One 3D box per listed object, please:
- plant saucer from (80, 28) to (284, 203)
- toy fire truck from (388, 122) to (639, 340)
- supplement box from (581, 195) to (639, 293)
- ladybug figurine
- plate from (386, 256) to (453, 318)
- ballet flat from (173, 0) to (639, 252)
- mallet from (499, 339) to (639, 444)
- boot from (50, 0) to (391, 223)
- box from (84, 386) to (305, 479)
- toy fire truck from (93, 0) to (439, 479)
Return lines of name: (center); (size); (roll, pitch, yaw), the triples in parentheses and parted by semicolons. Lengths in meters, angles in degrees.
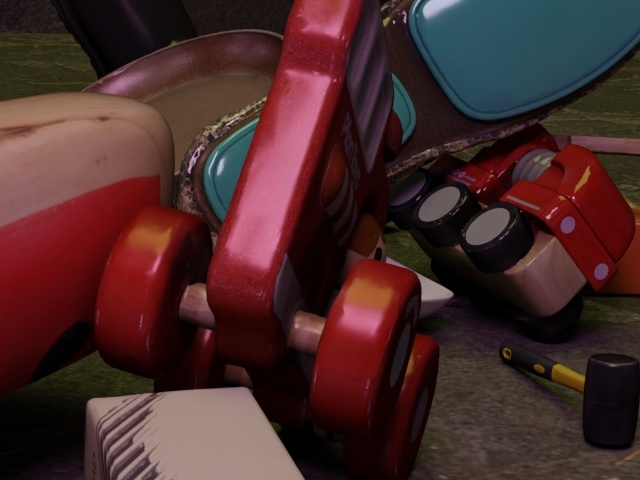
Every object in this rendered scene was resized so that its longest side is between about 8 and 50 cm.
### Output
plant saucer: (-0.159, -0.108, 1.432); (0.311, 0.050, 0.310); (-20, 29, 12)
toy fire truck: (0.217, -0.043, 1.296); (0.246, 0.158, 0.217); (-45, 28, -8)
supplement box: (0.273, -0.013, 1.476); (0.080, 0.078, 0.233); (1, 16, -9)
ladybug figurine: (-0.258, 0.028, 0.848); (0.305, 0.162, 0.449); (-15, 4, 40)
plate: (-0.068, 0.039, 1.266); (0.278, 0.045, 0.277); (-4, 16, -27)
ballet flat: (0.075, -0.133, 1.304); (0.483, 0.164, 0.182); (-30, 4, -13)
mallet: (0.181, 0.111, 1.086); (0.039, 0.062, 0.190); (0, 0, -18)
boot: (-0.110, -0.208, 1.622); (0.146, 0.367, 0.445); (-36, 34, -24)
box: (-0.046, 0.166, 0.662); (0.094, 0.113, 0.275); (-2, 14, -16)
toy fire truck: (0.000, 0.000, 0.908); (0.169, 0.254, 0.302); (15, -18, 14)
